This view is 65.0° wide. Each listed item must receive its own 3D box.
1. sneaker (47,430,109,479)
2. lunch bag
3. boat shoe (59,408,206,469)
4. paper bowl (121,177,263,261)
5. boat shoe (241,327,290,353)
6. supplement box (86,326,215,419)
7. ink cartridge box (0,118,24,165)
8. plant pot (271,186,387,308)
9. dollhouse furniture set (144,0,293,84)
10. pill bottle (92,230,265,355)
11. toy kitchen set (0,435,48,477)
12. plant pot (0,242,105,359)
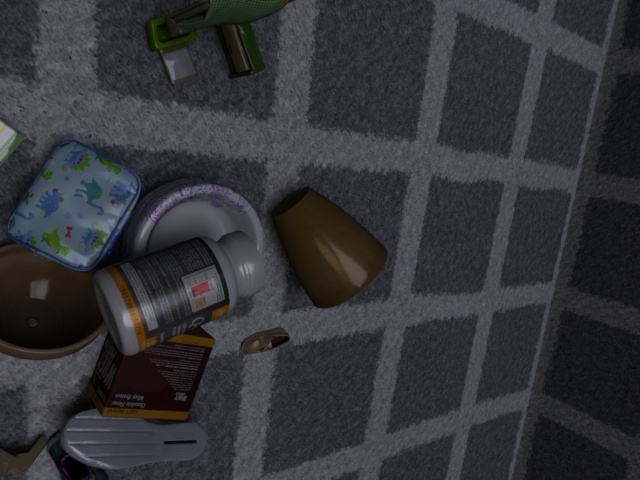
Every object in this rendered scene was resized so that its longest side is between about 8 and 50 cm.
[{"bbox_3d":[-0.515,0.516,1.079,0.083,0.098,0.223,-32,120,-25],"label":"sneaker"},{"bbox_3d":[-0.450,-0.058,0.938,0.176,0.090,0.218,29,74,-18],"label":"lunch bag"},{"bbox_3d":[-0.420,0.447,1.116,0.335,0.119,0.121,29,55,-41],"label":"boat shoe"},{"bbox_3d":[-0.278,0.008,1.082,0.284,0.148,0.284,-11,109,-35],"label":"paper bowl"},{"bbox_3d":[-0.142,0.268,1.325,0.136,0.045,0.050,-18,113,-32],"label":"boat shoe"},{"bbox_3d":[-0.370,0.271,1.099,0.191,0.129,0.194,19,90,-39],"label":"supplement box"},{"bbox_3d":[-0.645,-0.183,0.812,0.171,0.056,0.235,-55,129,-11],"label":"ink cartridge box"},{"bbox_3d":[0.000,0.000,1.261,0.237,0.237,0.254,-46,111,-18],"label":"plant pot"},{"bbox_3d":[-0.175,-0.378,0.951,0.198,0.302,0.151,-31,117,-30],"label":"dollhouse furniture set"},{"bbox_3d":[-0.254,0.085,0.927,0.279,0.162,0.162,-21,115,-30],"label":"pill bottle"},{"bbox_3d":[-0.623,0.434,1.024,0.083,0.075,0.068,32,124,-7],"label":"toy kitchen set"},{"bbox_3d":[-0.522,0.125,0.926,0.238,0.237,0.110,10,137,-38],"label":"plant pot"}]
